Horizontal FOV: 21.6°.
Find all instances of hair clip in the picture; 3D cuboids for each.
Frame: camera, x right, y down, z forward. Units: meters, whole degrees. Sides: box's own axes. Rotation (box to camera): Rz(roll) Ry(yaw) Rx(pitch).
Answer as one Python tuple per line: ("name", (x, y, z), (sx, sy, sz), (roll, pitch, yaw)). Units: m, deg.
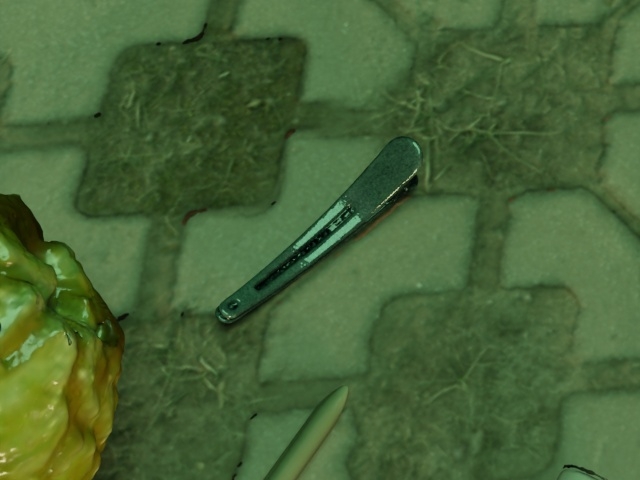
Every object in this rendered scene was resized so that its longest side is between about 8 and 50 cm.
("hair clip", (0.000, 0.000, 1.459), (0.229, 0.070, 0.039), (-42, 79, -13))

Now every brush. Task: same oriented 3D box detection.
("brush", (-0.062, 0.229, 1.354), (0.042, 0.039, 0.299), (31, 66, 10))

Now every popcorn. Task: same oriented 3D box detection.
("popcorn", (-0.282, 0.106, 1.277), (0.247, 0.282, 0.282), (-35, 73, -23))

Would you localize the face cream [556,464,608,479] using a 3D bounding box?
("face cream", (0.165, 0.295, 1.337), (0.092, 0.058, 0.244), (29, 73, 3))
